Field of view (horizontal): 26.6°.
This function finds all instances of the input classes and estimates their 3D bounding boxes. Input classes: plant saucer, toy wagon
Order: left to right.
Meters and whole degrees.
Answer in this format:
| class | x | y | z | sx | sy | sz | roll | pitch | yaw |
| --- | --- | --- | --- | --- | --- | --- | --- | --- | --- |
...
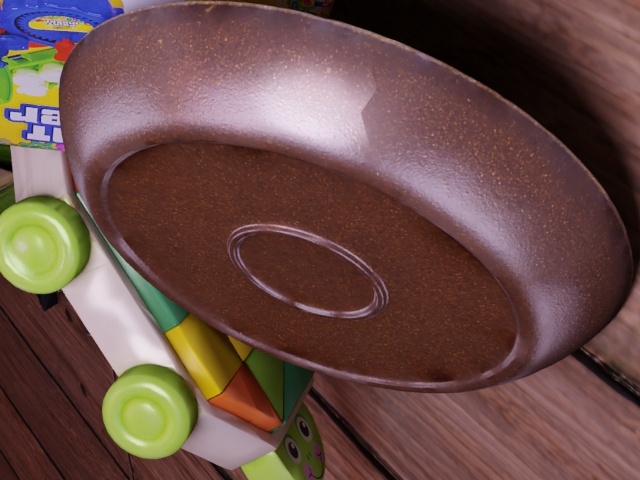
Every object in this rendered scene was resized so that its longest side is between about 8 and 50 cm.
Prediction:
| class | x | y | z | sx | sy | sz | roll | pitch | yaw |
| --- | --- | --- | --- | --- | --- | --- | --- | --- | --- |
| toy wagon | -0.079 | 0.045 | 0.906 | 0.344 | 0.068 | 0.267 | 58 | -159 | -9 |
| plant saucer | 0.000 | 0.000 | 0.691 | 0.310 | 0.050 | 0.311 | 19 | 154 | 10 |

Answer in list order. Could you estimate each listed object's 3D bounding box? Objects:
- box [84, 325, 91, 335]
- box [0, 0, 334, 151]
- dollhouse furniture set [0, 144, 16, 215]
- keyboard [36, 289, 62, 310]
| class | x | y | z | sx | sy | sz | roll | pitch | yaw |
| --- | --- | --- | --- | --- | --- | --- | --- | --- | --- |
| box | -0.210 | -0.030 | 1.262 | 0.058 | 0.087 | 0.232 | 5 | 114 | 60 |
| box | -0.137 | -0.190 | 0.683 | 0.279 | 0.289 | 0.177 | 115 | 160 | -57 |
| dollhouse furniture set | -0.237 | -0.083 | 1.076 | 0.301 | 0.151 | 0.198 | 13 | 122 | 36 |
| keyboard | -0.328 | -0.042 | 1.553 | 0.201 | 0.033 | 0.317 | 55 | 154 | 38 |
